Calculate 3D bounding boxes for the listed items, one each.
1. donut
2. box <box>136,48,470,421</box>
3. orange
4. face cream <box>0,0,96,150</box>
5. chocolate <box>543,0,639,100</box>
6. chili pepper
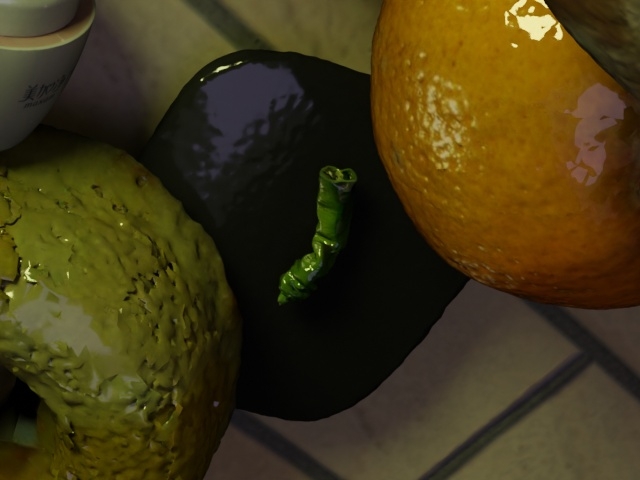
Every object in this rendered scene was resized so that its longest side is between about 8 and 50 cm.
[{"bbox_3d":[-0.169,0.079,0.848,0.272,0.107,0.272,2,123,3],"label":"donut"},{"bbox_3d":[-0.018,0.001,0.902,0.201,0.042,0.212,20,117,-26],"label":"box"},{"bbox_3d":[0.133,-0.072,0.798,0.224,0.170,0.224,-13,118,-26],"label":"orange"},{"bbox_3d":[-0.149,-0.094,0.768,0.091,0.091,0.095,7,130,-20],"label":"face cream"},{"bbox_3d":[0.175,-0.163,0.681,0.185,0.303,0.100,38,149,-14],"label":"chocolate"},{"bbox_3d":[0.000,0.000,0.869,0.027,0.022,0.083,-16,135,-50],"label":"chili pepper"}]
